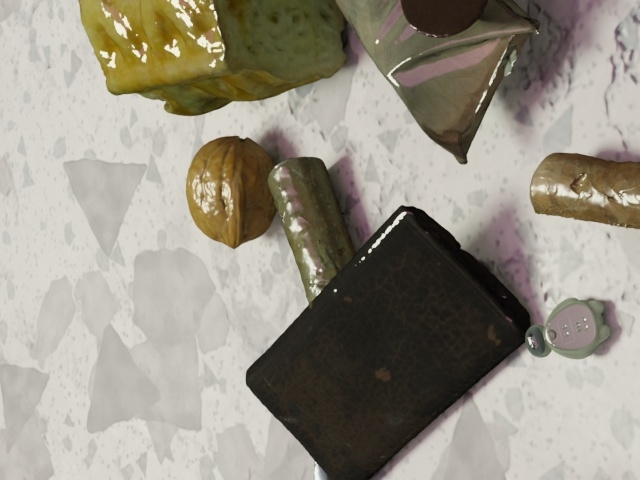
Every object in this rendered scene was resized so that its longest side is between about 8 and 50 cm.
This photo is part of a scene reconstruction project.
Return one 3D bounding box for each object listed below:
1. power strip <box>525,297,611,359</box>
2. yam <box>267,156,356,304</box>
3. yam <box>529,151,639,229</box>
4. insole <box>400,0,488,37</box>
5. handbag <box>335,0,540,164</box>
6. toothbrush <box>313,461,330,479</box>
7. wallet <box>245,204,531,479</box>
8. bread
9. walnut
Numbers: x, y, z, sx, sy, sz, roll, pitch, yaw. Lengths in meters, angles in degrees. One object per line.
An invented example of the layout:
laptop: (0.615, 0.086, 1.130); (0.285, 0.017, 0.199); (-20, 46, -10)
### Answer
power strip: (0.222, 0.081, 1.452); (0.083, 0.035, 0.055); (-24, 73, 35)
yam: (0.000, 0.000, 1.683); (0.068, 0.068, 0.169); (-35, 67, 45)
yam: (0.291, -0.034, 1.332); (0.299, 0.066, 0.066); (7, 97, 50)
insole: (0.106, -0.319, 1.482); (0.111, 0.007, 0.328); (-9, 61, 17)
handbag: (0.101, -0.221, 1.513); (0.270, 0.117, 0.182); (58, 137, 34)
toothbrush: (0.047, 0.397, 1.669); (0.042, 0.035, 0.413); (-24, 72, 27)
wallet: (0.060, 0.110, 1.602); (0.170, 0.044, 0.321); (47, 130, 6)
bread: (-0.111, -0.242, 1.697); (0.252, 0.196, 0.239); (5, 118, 44)
walnut: (-0.095, -0.052, 1.774); (0.105, 0.105, 0.124); (19, 110, 48)
